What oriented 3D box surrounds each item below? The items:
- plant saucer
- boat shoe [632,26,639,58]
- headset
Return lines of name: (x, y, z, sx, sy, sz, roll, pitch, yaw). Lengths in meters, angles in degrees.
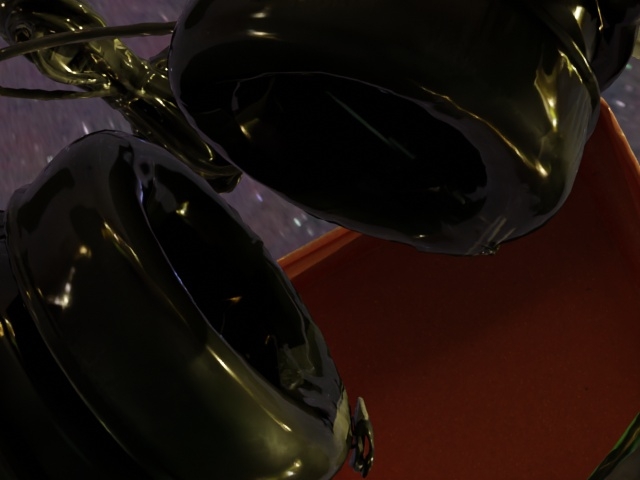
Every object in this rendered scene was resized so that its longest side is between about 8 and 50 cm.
plant saucer: (0.095, 0.089, 0.955, 0.259, 0.048, 0.258, -29, -85, -7)
boat shoe: (0.220, -0.126, 0.706, 0.254, 0.079, 0.095, -3, -52, 13)
headset: (0.000, 0.000, 0.527, 0.243, 0.394, 0.185, -51, -49, -2)
